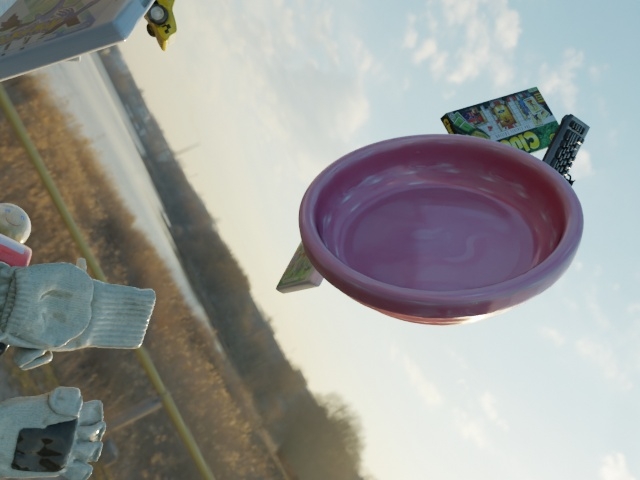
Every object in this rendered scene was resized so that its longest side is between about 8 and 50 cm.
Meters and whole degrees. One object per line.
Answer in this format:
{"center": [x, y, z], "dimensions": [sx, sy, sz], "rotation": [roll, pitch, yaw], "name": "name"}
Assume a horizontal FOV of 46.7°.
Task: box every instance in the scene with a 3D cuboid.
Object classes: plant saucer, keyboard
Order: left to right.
{"center": [0.141, -0.012, 0.899], "dimensions": [0.332, 0.332, 0.084], "rotation": [-126, -156, -48], "name": "plant saucer"}
{"center": [0.398, -0.061, 1.321], "dimensions": [0.033, 0.317, 0.202], "rotation": [30, 13, 28], "name": "keyboard"}

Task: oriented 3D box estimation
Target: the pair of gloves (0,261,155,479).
{"center": [-0.289, 0.139, 0.769], "dimensions": [0.204, 0.240, 0.042], "rotation": [23, 1, -43], "name": "pair of gloves"}

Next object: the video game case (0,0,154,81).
{"center": [-0.384, -0.351, 1.136], "dimensions": [0.300, 0.329, 0.036], "rotation": [-76, 147, -44], "name": "video game case"}

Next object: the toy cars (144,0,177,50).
{"center": [-0.348, -0.514, 1.388], "dimensions": [0.393, 0.087, 0.176], "rotation": [52, -15, 33], "name": "toy cars"}

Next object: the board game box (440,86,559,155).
{"center": [0.373, -0.223, 1.492], "dimensions": [0.136, 0.260, 0.030], "rotation": [64, -29, 9], "name": "board game box"}

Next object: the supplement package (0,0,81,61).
{"center": [-0.606, -0.449, 1.572], "dimensions": [0.105, 0.179, 0.105], "rotation": [102, -22, -47], "name": "supplement package"}

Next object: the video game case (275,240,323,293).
{"center": [0.000, 0.000, 1.290], "dimensions": [0.023, 0.193, 0.212], "rotation": [32, -16, -12], "name": "video game case"}

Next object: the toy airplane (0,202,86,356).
{"center": [-0.601, 0.064, 1.309], "dimensions": [0.386, 0.385, 0.272], "rotation": [71, 34, -61], "name": "toy airplane"}
